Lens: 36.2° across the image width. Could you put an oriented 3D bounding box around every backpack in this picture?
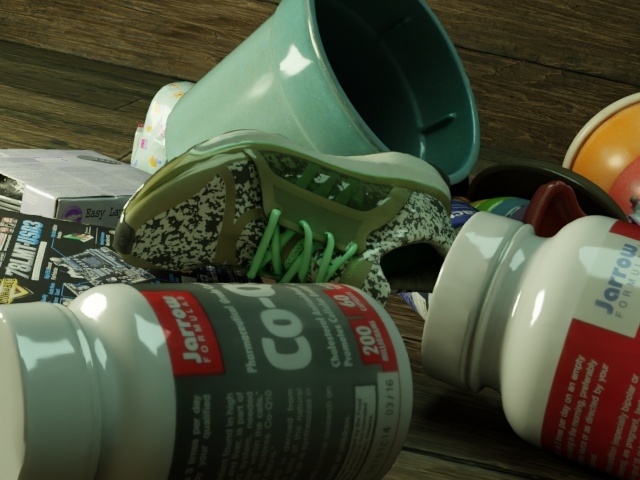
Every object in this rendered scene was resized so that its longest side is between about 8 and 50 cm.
[{"bbox_3d":[-0.206,-0.153,1.567,0.144,0.188,0.166,21,15,30],"label":"backpack"}]

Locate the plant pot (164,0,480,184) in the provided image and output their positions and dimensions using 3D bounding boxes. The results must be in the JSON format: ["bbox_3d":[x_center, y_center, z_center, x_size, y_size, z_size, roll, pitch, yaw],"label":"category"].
[{"bbox_3d":[-0.015,-0.168,1.351,0.334,0.341,0.341,-26,-13,37],"label":"plant pot"}]

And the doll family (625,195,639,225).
[{"bbox_3d":[0.550,0.053,1.509,0.163,0.118,0.263,-20,56,-35],"label":"doll family"}]

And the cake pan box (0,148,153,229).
[{"bbox_3d":[-0.345,-0.068,1.359,0.246,0.070,0.267,19,15,33],"label":"cake pan box"}]

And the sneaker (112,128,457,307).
[{"bbox_3d":[0.000,0.000,0.992,0.410,0.158,0.182,-3,41,-31],"label":"sneaker"}]

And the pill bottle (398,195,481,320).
[{"bbox_3d":[0.183,0.046,1.191,0.153,0.153,0.265,8,15,-20],"label":"pill bottle"}]

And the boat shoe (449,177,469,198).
[{"bbox_3d":[0.148,-0.120,1.715,0.156,0.186,0.500,23,5,22],"label":"boat shoe"}]

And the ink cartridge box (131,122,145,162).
[{"bbox_3d":[-0.272,-0.168,1.832,0.150,0.063,0.109,10,14,-10],"label":"ink cartridge box"}]

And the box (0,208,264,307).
[{"bbox_3d":[-0.198,0.058,0.971,0.293,0.073,0.295,8,15,-14],"label":"box"}]

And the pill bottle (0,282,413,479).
[{"bbox_3d":[-0.090,0.109,0.674,0.283,0.161,0.161,2,17,-38],"label":"pill bottle"}]

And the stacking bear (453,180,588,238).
[{"bbox_3d":[0.249,0.004,1.423,0.175,0.164,0.289,33,-11,-33],"label":"stacking bear"}]

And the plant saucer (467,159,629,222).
[{"bbox_3d":[0.350,-0.023,1.471,0.278,0.041,0.278,29,-26,16],"label":"plant saucer"}]

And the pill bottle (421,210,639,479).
[{"bbox_3d":[0.312,0.110,0.890,0.408,0.229,0.229,18,15,22],"label":"pill bottle"}]

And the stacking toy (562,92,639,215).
[{"bbox_3d":[0.667,-0.035,1.775,0.351,0.350,0.480,9,29,-13],"label":"stacking toy"}]
